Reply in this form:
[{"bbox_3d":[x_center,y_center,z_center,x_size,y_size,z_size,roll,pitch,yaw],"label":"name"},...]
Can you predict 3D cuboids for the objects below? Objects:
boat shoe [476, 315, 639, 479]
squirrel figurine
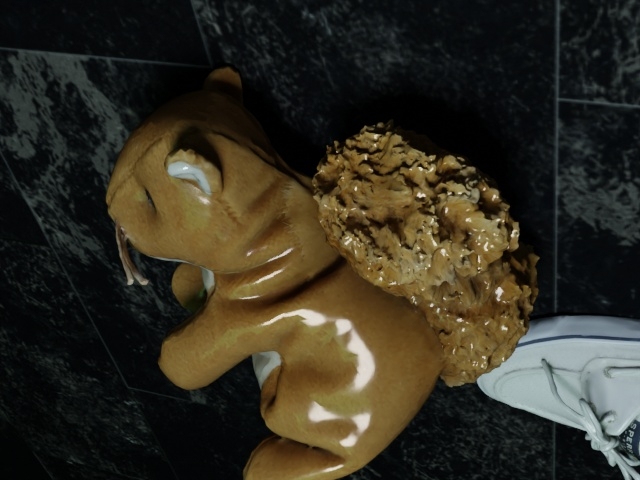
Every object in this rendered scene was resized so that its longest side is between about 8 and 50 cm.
[{"bbox_3d":[0.323,0.179,1.017,0.367,0.156,0.136,0,137,28],"label":"boat shoe"},{"bbox_3d":[0.000,0.000,0.950,0.397,0.281,0.370,-20,115,26],"label":"squirrel figurine"}]
